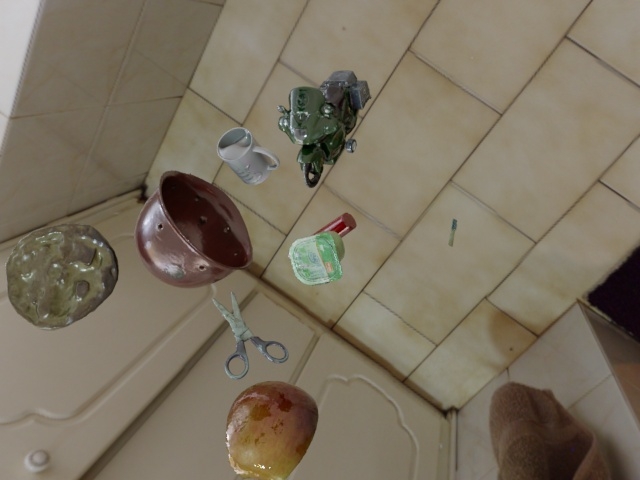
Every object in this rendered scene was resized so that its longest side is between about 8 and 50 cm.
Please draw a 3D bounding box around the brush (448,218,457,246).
[{"bbox_3d":[0.382,-0.023,1.408,0.016,0.013,0.083,19,76,-18],"label":"brush"}]

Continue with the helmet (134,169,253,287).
[{"bbox_3d":[-0.380,-0.003,1.375,0.230,0.385,0.337,-39,107,14],"label":"helmet"}]

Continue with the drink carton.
[{"bbox_3d":[0.001,0.041,1.463,0.144,0.142,0.145,-12,102,19],"label":"drink carton"}]

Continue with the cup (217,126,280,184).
[{"bbox_3d":[-0.181,-0.205,1.252,0.099,0.133,0.136,-47,60,-6],"label":"cup"}]

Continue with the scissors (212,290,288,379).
[{"bbox_3d":[-0.305,0.351,1.913,0.383,0.256,0.029,55,142,33],"label":"scissors"}]

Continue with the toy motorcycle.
[{"bbox_3d":[0.011,-0.247,0.967,0.125,0.274,0.187,9,139,23],"label":"toy motorcycle"}]

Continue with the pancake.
[{"bbox_3d":[-0.682,0.085,1.295,0.295,0.049,0.294,0,81,-2],"label":"pancake"}]

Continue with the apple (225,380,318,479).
[{"bbox_3d":[-0.142,0.528,1.427,0.254,0.346,0.179,13,119,-2],"label":"apple"}]

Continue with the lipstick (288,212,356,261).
[{"bbox_3d":[0.001,0.001,1.662,0.280,0.073,0.073,-35,97,34],"label":"lipstick"}]
